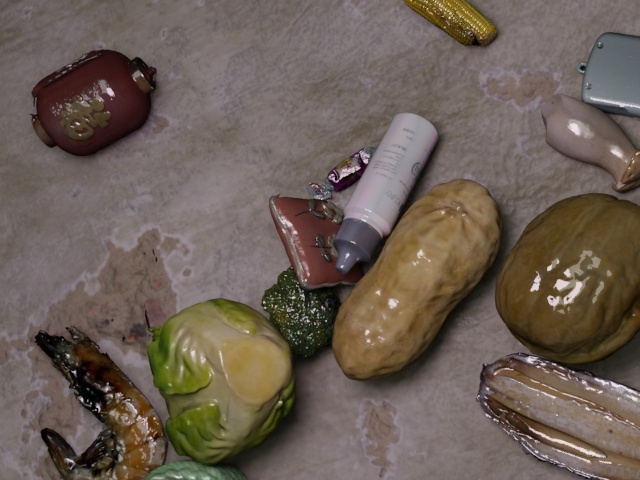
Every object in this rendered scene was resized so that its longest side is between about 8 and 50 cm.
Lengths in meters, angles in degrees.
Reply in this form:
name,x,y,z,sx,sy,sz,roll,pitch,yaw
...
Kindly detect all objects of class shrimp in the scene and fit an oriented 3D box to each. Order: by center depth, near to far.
name,x,y,z,sx,sy,sz,roll,pitch,yaw
shrimp,-0.436,0.327,1.997,0.365,0.071,0.233,42,98,17

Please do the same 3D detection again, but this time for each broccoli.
name,x,y,z,sx,sy,sz,roll,pitch,yaw
broccoli,-0.030,0.119,1.877,0.138,0.146,0.162,-25,82,44

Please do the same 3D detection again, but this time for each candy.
name,x,y,z,sx,sy,sz,roll,pitch,yaw
candy,0.054,-0.126,1.948,0.175,0.043,0.045,-33,79,8

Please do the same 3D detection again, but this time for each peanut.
name,x,y,z,sx,sy,sz,roll,pitch,yaw
peanut,0.160,0.070,1.785,0.169,0.192,0.387,35,89,7

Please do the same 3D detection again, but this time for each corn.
name,x,y,z,sx,sy,sz,roll,pitch,yaw
corn,0.226,-0.413,1.946,0.203,0.072,0.072,40,92,22

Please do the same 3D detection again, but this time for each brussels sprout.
name,x,y,z,sx,sy,sz,roll,pitch,yaw
brussels sprout,-0.173,0.233,1.815,0.294,0.227,0.259,-29,81,55

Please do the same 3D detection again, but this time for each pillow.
name,x,y,z,sx,sy,sz,roll,pitch,yaw
pillow,0.000,0.000,1.870,0.075,0.171,0.179,-35,69,34

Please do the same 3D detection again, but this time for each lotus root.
name,x,y,z,sx,sy,sz,roll,pitch,yaw
lotus root,0.404,0.278,1.714,0.329,0.078,0.167,23,99,26

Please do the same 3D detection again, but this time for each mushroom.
name,x,y,z,sx,sy,sz,roll,pitch,yaw
mushroom,0.453,-0.163,1.798,0.212,0.088,0.097,41,102,16

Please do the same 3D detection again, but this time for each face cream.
name,x,y,z,sx,sy,sz,roll,pitch,yaw
face cream,0.101,-0.075,1.844,0.092,0.092,0.311,19,64,22

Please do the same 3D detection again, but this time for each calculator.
name,x,y,z,sx,sy,sz,roll,pitch,yaw
calculator,0.550,-0.270,1.813,0.246,0.045,0.141,13,82,21

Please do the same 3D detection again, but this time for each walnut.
name,x,y,z,sx,sy,sz,roll,pitch,yaw
walnut,0.402,0.057,1.686,0.283,0.227,0.283,-17,58,29

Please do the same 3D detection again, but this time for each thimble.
name,x,y,z,sx,sy,sz,roll,pitch,yaw
thimble,-0.210,0.475,1.835,0.219,0.150,0.219,-5,75,19

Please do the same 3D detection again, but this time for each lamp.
name,x,y,z,sx,sy,sz,roll,pitch,yaw
lamp,-0.433,-0.269,2.076,0.258,0.180,0.180,-29,70,11
